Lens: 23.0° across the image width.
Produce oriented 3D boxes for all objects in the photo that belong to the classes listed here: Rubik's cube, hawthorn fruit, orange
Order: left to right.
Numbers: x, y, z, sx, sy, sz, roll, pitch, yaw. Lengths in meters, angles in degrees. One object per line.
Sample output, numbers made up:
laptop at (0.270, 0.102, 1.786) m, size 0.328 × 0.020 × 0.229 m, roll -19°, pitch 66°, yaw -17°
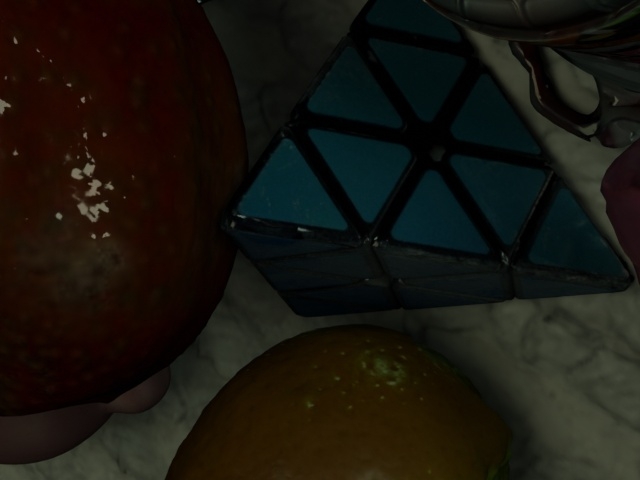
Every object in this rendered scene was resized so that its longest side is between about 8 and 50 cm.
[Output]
hawthorn fruit at (-0.149, -0.074, 0.750) m, size 0.254 × 0.254 × 0.300 m, roll 15°, pitch 96°, yaw 35°
orange at (-0.001, 0.166, 0.818) m, size 0.179 × 0.158 × 0.237 m, roll 28°, pitch 113°, yaw 34°
Rubik's cube at (0.000, 0.000, 0.789) m, size 0.211 × 0.178 × 0.190 m, roll 55°, pitch 127°, yaw 20°

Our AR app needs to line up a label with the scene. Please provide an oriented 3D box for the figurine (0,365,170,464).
figurine at (-0.189, 0.053, 0.948) m, size 0.173 × 0.173 × 0.173 m, roll 6°, pitch 100°, yaw 37°

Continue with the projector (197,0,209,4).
projector at (-0.138, -0.296, 0.896) m, size 0.108 × 0.108 × 0.338 m, roll -34°, pitch 75°, yaw 36°

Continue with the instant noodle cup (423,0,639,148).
instant noodle cup at (0.124, -0.178, 0.661) m, size 0.258 × 0.181 × 0.303 m, roll 25°, pitch 110°, yaw 34°

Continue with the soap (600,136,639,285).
soap at (0.304, 0.028, 0.522) m, size 0.359 × 0.128 × 0.233 m, roll 1°, pitch 134°, yaw 38°
